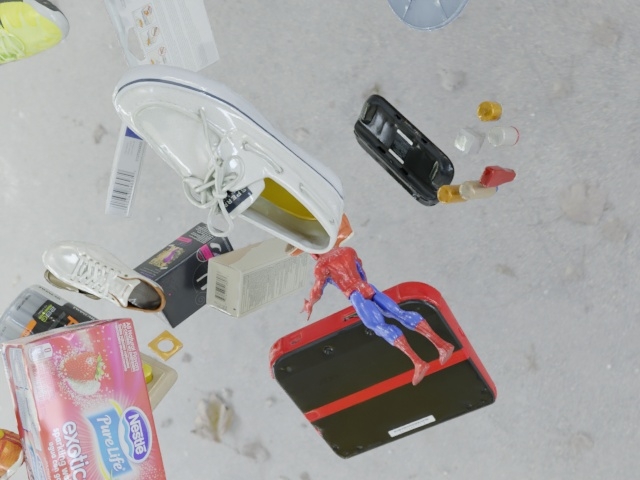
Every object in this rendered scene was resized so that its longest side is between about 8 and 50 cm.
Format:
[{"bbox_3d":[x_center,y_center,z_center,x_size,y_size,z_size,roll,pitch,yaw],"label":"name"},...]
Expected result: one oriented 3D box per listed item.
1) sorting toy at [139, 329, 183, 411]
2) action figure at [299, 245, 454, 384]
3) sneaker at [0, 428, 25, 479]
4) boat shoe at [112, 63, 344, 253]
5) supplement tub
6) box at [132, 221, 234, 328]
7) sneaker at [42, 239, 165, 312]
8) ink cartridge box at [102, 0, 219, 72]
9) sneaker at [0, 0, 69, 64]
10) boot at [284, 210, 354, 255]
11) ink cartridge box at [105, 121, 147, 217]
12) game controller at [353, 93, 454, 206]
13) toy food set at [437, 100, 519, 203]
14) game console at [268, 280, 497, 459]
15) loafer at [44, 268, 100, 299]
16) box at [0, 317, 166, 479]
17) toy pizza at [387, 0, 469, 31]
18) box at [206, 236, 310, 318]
[{"bbox_3d":[-0.449,0.316,1.499,0.195,0.348,0.047,26,137,9],"label":"sorting toy"},{"bbox_3d":[0.066,0.115,1.031,0.280,0.091,0.139,47,145,25],"label":"action figure"},{"bbox_3d":[-0.468,0.321,0.939,0.067,0.064,0.175,35,114,-13],"label":"sneaker"},{"bbox_3d":[-0.117,-0.080,0.887,0.135,0.367,0.157,-32,39,34],"label":"boat shoe"},{"bbox_3d":[-0.678,0.284,1.774,0.338,0.207,0.207,31,118,-3],"label":"supplement tub"},{"bbox_3d":[-0.380,0.095,1.906,0.143,0.270,0.165,21,142,50],"label":"box"},{"bbox_3d":[-0.475,0.081,1.493,0.123,0.290,0.106,11,76,65],"label":"sneaker"},{"bbox_3d":[-0.378,-0.503,1.564,0.060,0.239,0.275,34,150,37],"label":"ink cartridge box"},{"bbox_3d":[-0.692,-0.397,1.363,0.384,0.145,0.147,-7,60,14],"label":"sneaker"},{"bbox_3d":[0.000,0.000,1.452,0.157,0.059,0.085,-34,113,-3],"label":"boot"},{"bbox_3d":[-0.332,-0.161,1.157,0.224,0.045,0.224,-154,77,-71],"label":"ink cartridge box"},{"bbox_3d":[0.210,-0.233,1.712,0.319,0.067,0.166,47,137,19],"label":"game controller"},{"bbox_3d":[0.340,-0.165,1.349,0.111,0.104,0.232,42,126,38],"label":"toy food set"},{"bbox_3d":[0.121,0.274,1.354,0.386,0.060,0.342,-26,118,17],"label":"game console"},{"bbox_3d":[-0.588,0.099,1.596,0.050,0.148,0.056,-28,44,64],"label":"loafer"},{"bbox_3d":[-0.265,0.225,0.755,0.128,0.122,0.257,-12,90,54],"label":"box"},{"bbox_3d":[0.182,-0.450,1.094,0.201,0.032,0.201,22,120,43],"label":"toy pizza"},{"bbox_3d":[-0.168,0.095,1.875,0.121,0.311,0.148,18,111,31],"label":"box"}]
